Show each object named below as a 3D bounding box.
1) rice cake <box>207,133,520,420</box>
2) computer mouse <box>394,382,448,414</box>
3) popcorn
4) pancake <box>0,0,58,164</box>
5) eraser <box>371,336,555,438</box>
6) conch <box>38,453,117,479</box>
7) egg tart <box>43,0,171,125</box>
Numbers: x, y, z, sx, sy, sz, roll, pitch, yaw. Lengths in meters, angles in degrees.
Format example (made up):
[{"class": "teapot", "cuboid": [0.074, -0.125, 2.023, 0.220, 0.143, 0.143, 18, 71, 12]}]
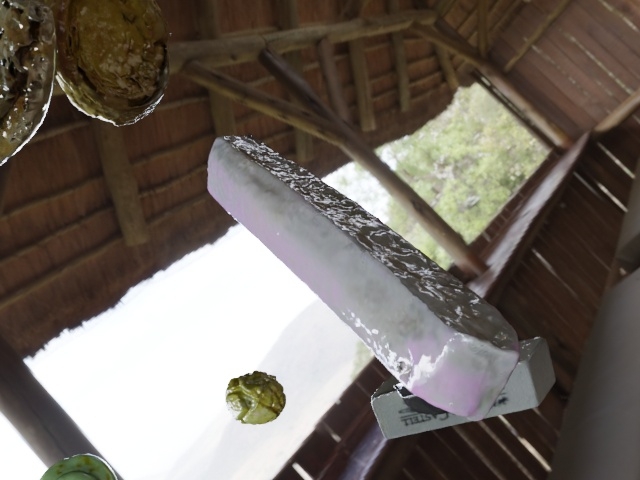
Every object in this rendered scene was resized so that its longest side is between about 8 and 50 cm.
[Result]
[{"class": "rice cake", "cuboid": [0.000, 0.000, 0.512, 0.064, 0.399, 0.070, -2, -63, -34]}, {"class": "computer mouse", "cuboid": [0.171, 0.209, 0.866, 0.099, 0.057, 0.172, -25, -14, 28]}, {"class": "popcorn", "cuboid": [-0.127, 0.300, 1.204, 0.116, 0.121, 0.106, -42, -36, -31]}, {"class": "pancake", "cuboid": [-0.471, -0.255, 0.745, 0.382, 0.382, 0.071, -46, -4, 20]}, {"class": "eraser", "cuboid": [0.278, 0.287, 1.202, 0.353, 0.111, 0.077, -16, 18, 11]}, {"class": "conch", "cuboid": [-0.410, 0.474, 1.085, 0.250, 0.144, 0.137, 92, -168, -45]}, {"class": "egg tart", "cuboid": [-0.368, -0.326, 1.018, 0.107, 0.290, 0.291, 4, 22, 27]}]
